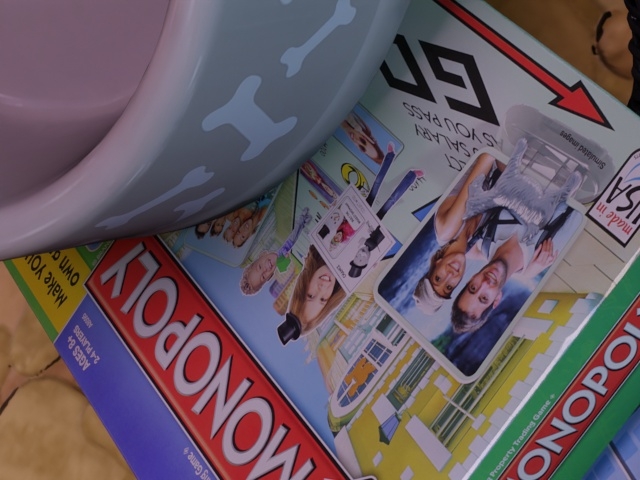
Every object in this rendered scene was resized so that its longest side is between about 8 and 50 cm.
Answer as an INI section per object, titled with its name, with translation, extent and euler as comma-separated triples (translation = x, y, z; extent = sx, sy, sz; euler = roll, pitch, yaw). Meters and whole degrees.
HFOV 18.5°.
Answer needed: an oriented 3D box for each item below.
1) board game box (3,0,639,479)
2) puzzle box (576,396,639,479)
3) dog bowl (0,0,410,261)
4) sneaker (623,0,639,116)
[board game box]
translation = 0.000, 0.000, 0.723
extent = 0.213, 0.046, 0.317
euler = -54, 37, 8
[puzzle box]
translation = 0.120, 0.124, 0.574
extent = 0.409, 0.052, 0.272
euler = -49, 35, 16
[dog bowl]
translation = -0.134, -0.149, 0.674
extent = 0.349, 0.102, 0.348
euler = 14, 117, 29
[sneaker]
translation = 0.123, -0.083, 0.677
extent = 0.051, 0.089, 0.170
euler = 16, 84, 40
